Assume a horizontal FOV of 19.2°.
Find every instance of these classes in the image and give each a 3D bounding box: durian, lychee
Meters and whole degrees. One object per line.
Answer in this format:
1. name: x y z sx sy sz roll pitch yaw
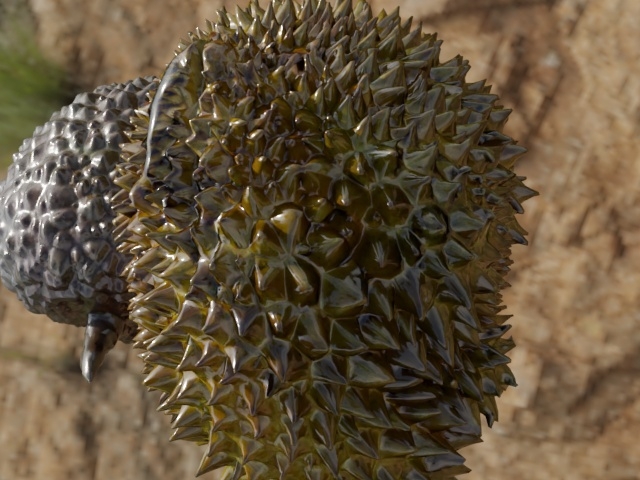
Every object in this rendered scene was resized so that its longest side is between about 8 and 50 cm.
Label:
1. durian: 0.000 0.000 0.576 0.137 0.168 0.158 -18 48 7
2. lychee: -0.112 -0.003 1.100 0.165 0.165 0.197 -9 63 39
